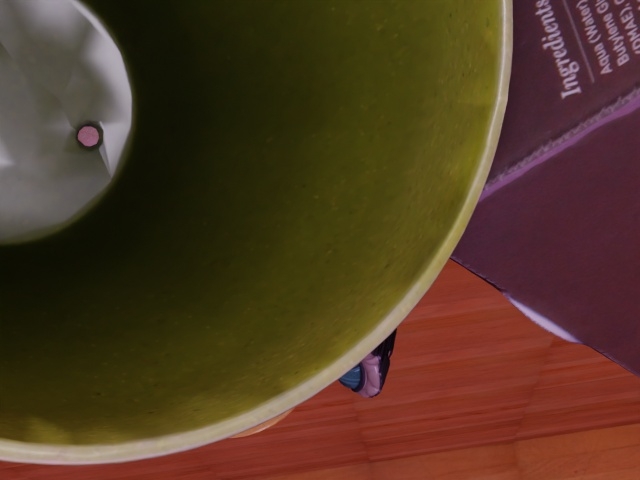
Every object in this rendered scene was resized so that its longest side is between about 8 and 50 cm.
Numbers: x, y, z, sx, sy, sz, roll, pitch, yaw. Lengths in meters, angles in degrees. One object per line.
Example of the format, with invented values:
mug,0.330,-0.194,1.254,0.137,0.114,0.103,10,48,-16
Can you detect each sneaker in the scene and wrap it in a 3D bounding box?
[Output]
sneaker,0.013,0.069,1.375,0.110,0.107,0.275,9,161,11

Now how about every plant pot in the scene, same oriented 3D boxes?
plant pot,-0.114,-0.067,0.580,0.275,0.274,0.293,-3,179,-18

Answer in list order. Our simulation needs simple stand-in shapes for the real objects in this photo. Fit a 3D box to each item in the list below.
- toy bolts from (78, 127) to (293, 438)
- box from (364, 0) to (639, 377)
toy bolts,-0.036,-0.023,0.850,0.229,0.218,0.158,-24,160,-10
box,0.220,-0.107,0.548,0.381,0.143,0.191,-34,138,25
